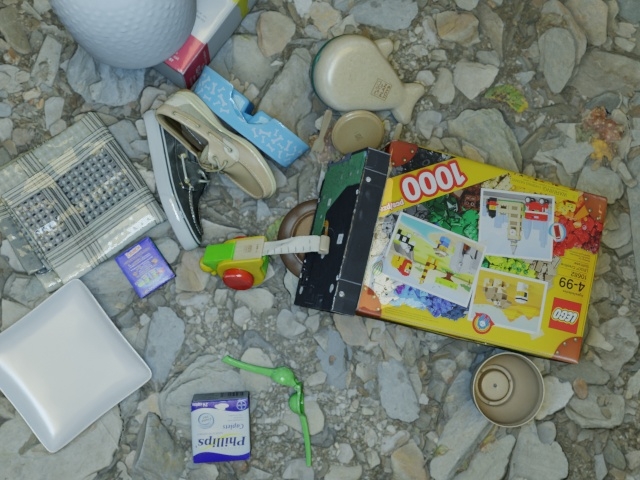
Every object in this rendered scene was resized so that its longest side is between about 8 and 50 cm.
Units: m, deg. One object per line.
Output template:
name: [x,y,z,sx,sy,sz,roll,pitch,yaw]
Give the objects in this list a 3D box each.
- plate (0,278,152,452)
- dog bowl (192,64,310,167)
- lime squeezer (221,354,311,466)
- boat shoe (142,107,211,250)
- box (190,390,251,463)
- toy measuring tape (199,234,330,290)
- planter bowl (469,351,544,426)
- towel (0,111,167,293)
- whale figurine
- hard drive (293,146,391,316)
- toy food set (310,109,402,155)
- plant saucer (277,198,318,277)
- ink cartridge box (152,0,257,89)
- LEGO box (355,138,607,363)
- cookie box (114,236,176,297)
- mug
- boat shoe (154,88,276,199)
plate: [-0.553,0.269,1.573,0.278,0.045,0.277,-38,91,-5]
dog bowl: [-0.160,-0.272,1.616,0.297,0.166,0.074,39,94,-1]
lime squeezer: [-0.082,0.354,1.611,0.110,0.059,0.310,-39,90,-8]
boat shoe: [-0.302,-0.148,1.604,0.119,0.121,0.336,-16,84,-2]
box: [-0.215,0.406,1.578,0.126,0.072,0.137,-3,93,-5]
toy measuring tape: [-0.115,0.045,1.574,0.329,0.121,0.122,-6,85,24]
planter bowl: [0.407,0.331,1.632,0.161,0.109,0.162,1,85,-6]
towel: [-0.557,-0.086,1.609,0.324,0.056,0.312,-34,89,-7]
whale figurine: [0.104,-0.367,1.672,0.271,0.141,0.216,18,103,-25]
hard drive: [0.043,-0.015,1.530,0.064,0.237,0.339,15,83,-20]
toy food set: [0.083,-0.243,1.658,0.191,0.039,0.133,9,126,-16]
plant saucer: [0.000,0.000,1.662,0.198,0.036,0.199,1,85,-6]
ink cartridge box: [-0.300,-0.581,1.625,0.279,0.160,0.385,36,84,-1]
LEGO box: [0.329,0.032,1.594,0.499,0.193,0.373,13,83,-8]
cookie box: [-0.390,0.060,1.617,0.091,0.040,0.107,-34,89,-7]
mug: [-0.339,-0.516,1.370,0.373,0.328,0.277,-16,88,-5]
boat shoe: [-0.225,-0.189,1.554,0.302,0.109,0.098,45,51,-9]
